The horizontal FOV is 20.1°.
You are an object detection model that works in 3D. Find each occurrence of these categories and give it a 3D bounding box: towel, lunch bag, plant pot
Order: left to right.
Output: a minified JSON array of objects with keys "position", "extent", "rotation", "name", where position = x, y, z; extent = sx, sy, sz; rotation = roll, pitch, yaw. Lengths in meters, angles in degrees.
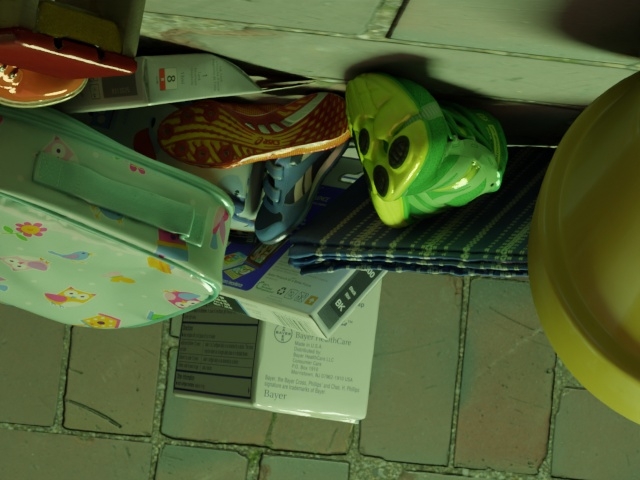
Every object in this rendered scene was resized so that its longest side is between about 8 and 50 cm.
[{"position":[-0.218,-0.019,1.537],"extent":[0.279,0.108,0.224],"rotation":[22,151,-31],"name":"lunch bag"},{"position":[-0.154,-0.072,1.759],"extent":[0.243,0.115,0.303],"rotation":[7,175,13],"name":"lunch bag"},{"position":[0.161,-0.026,1.652],"extent":[0.336,0.040,0.243],"rotation":[3,-152,31],"name":"towel"},{"position":[0.265,-0.023,1.133],"extent":[0.254,0.254,0.239],"rotation":[5,160,4],"name":"plant pot"}]

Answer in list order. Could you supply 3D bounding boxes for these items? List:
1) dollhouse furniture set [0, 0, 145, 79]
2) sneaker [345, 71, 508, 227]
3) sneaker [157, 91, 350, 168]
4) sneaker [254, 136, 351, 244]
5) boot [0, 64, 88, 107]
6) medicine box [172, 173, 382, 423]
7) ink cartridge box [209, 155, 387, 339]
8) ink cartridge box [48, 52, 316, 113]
[{"position":[-0.300,-0.122,1.016],"extent":[0.201,0.152,0.374],"rotation":[2,174,39],"name":"dollhouse furniture set"},{"position":[0.090,-0.085,1.492],"extent":[0.123,0.109,0.295],"rotation":[-17,172,2],"name":"sneaker"},{"position":[-0.054,-0.091,1.568],"extent":[0.175,0.064,0.067],"rotation":[-3,172,3],"name":"sneaker"},{"position":[-0.029,-0.064,1.639],"extent":[0.059,0.144,0.053],"rotation":[19,-161,-31],"name":"sneaker"},{"position":[-0.241,-0.140,1.357],"extent":[0.158,0.059,0.085],"rotation":[9,170,-27],"name":"boot"},{"position":[-0.049,0.061,2.164],"extent":[0.149,0.289,0.263],"rotation":[10,174,-25],"name":"medicine box"},{"position":[0.000,0.000,1.845],"extent":[0.206,0.208,0.045],"rotation":[13,145,52],"name":"ink cartridge box"},{"position":[-0.116,-0.135,1.479],"extent":[0.179,0.045,0.145],"rotation":[-15,-170,-41],"name":"ink cartridge box"}]
